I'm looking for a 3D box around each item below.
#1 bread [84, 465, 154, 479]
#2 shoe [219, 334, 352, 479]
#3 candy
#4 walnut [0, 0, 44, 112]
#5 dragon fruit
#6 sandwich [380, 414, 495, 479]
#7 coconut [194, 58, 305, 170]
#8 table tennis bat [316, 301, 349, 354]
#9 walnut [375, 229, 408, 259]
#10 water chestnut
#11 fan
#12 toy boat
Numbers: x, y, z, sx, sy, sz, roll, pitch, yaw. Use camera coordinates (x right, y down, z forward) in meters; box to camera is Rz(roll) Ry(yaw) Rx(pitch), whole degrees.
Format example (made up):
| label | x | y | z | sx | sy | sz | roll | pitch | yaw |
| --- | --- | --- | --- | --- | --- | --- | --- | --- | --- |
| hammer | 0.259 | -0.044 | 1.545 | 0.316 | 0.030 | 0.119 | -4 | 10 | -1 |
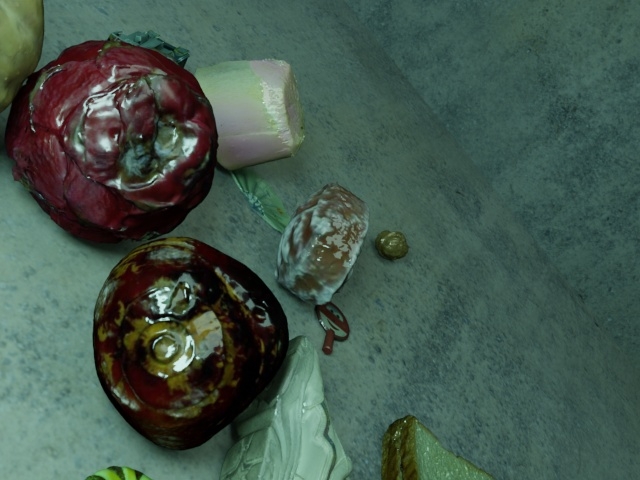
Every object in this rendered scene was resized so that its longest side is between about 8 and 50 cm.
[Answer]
| label | x | y | z | sx | sy | sz | roll | pitch | yaw |
| --- | --- | --- | --- | --- | --- | --- | --- | --- | --- |
| bread | -0.234 | 0.338 | 0.809 | 0.139 | 0.071 | 0.130 | 49 | 33 | -4 |
| shoe | -0.032 | 0.322 | 1.065 | 0.210 | 0.132 | 0.342 | 43 | 33 | -23 |
| candy | 0.000 | 0.000 | 1.372 | 0.157 | 0.214 | 0.289 | 36 | 31 | -15 |
| walnut | -0.541 | -0.293 | 0.821 | 0.381 | 0.381 | 0.381 | 35 | 33 | -27 |
| dragon fruit | -0.303 | -0.148 | 1.007 | 0.329 | 0.329 | 0.329 | 35 | 33 | -27 |
| sandwich | 0.233 | 0.500 | 1.261 | 0.288 | 0.099 | 0.254 | 39 | 25 | -22 |
| coconut | -0.169 | -0.271 | 1.418 | 0.233 | 0.245 | 0.233 | -6 | 90 | -75 |
| table tennis bat | 0.023 | 0.184 | 1.404 | 0.098 | 0.019 | 0.155 | 43 | 27 | -16 |
| walnut | 0.190 | 0.011 | 1.775 | 0.096 | 0.082 | 0.079 | 21 | 13 | -41 |
| water chestnut | -0.193 | 0.137 | 0.923 | 0.289 | 0.244 | 0.289 | 33 | 41 | -35 |
| fan | -0.134 | -0.099 | 1.506 | 0.240 | 0.009 | 0.131 | 50 | 27 | -3 |
| toy boat | -0.376 | -0.353 | 1.329 | 0.114 | 0.122 | 0.296 | 26 | 32 | 5 |
